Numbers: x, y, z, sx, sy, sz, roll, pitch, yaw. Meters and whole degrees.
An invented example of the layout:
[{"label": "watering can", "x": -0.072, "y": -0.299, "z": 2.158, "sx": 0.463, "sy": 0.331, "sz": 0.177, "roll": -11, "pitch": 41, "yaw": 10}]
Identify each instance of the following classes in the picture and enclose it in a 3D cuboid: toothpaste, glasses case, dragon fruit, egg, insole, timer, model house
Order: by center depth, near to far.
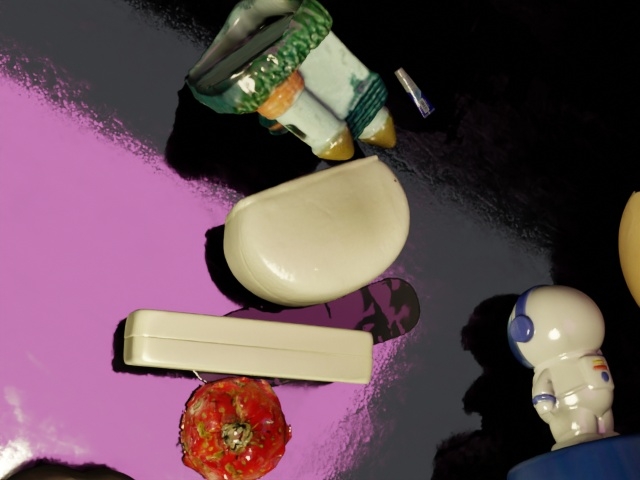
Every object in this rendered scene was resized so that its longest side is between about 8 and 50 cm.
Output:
[{"label": "dragon fruit", "x": -0.098, "y": 0.253, "z": 1.300, "sx": 0.153, "sy": 0.111, "sz": 0.153, "roll": 1, "pitch": 87, "yaw": -18}, {"label": "glasses case", "x": -0.094, "y": 0.140, "z": 1.301, "sx": 0.313, "sy": 0.131, "sz": 0.070, "roll": 7, "pitch": 81, "yaw": -16}, {"label": "model house", "x": -0.010, "y": -0.193, "z": 1.358, "sx": 0.291, "sy": 0.253, "sz": 0.184, "roll": 35, "pitch": 85, "yaw": -24}, {"label": "timer", "x": 0.364, "y": 0.243, "z": 1.401, "sx": 0.270, "sy": 0.270, "sz": 0.383, "roll": -3, "pitch": 66, "yaw": -18}, {"label": "insole", "x": -0.017, "y": 0.129, "z": 1.402, "sx": 0.348, "sy": 0.009, "sz": 0.119, "roll": -16, "pitch": 87, "yaw": -19}, {"label": "egg", "x": 0.551, "y": 0.022, "z": 1.501, "sx": 0.201, "sy": 0.201, "sz": 0.244, "roll": 1, "pitch": 93, "yaw": -17}, {"label": "toothpaste", "x": 0.141, "y": -0.225, "z": 1.512, "sx": 0.024, "sy": 0.015, "sz": 0.083, "roll": -42, "pitch": 100, "yaw": -21}]

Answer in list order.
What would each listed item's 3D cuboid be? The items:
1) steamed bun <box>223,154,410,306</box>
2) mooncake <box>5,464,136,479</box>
[{"label": "steamed bun", "x": 0.000, "y": 0.000, "z": 1.356, "sx": 0.241, "sy": 0.146, "sz": 0.164, "roll": -20, "pitch": 84, "yaw": -21}, {"label": "mooncake", "x": -0.312, "y": 0.403, "z": 1.159, "sx": 0.306, "sy": 0.154, "sz": 0.306, "roll": 2, "pitch": 85, "yaw": -30}]
